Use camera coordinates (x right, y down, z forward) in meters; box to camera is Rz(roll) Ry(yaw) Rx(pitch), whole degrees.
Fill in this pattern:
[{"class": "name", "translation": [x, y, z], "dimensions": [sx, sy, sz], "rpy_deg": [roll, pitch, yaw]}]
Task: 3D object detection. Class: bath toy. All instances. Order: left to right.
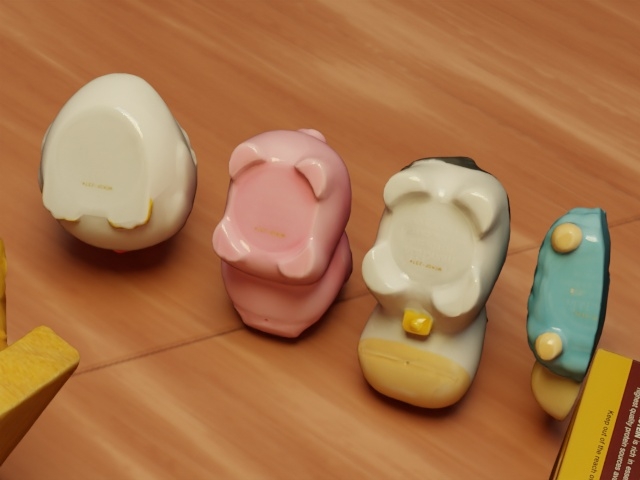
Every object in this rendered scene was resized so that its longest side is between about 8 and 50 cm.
[{"class": "bath toy", "translation": [0.000, 0.000, 0.949], "dimensions": [0.348, 0.151, 0.129], "rpy_deg": [18, 11, 12]}]

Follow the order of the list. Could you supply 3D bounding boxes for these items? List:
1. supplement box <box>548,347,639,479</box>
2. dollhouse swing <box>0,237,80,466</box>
[{"class": "supplement box", "translation": [0.199, 0.192, 0.801], "dimensions": [0.194, 0.129, 0.191], "rpy_deg": [18, 49, 9]}, {"class": "dollhouse swing", "translation": [-0.359, 0.058, 0.663], "dimensions": [0.347, 0.305, 0.315], "rpy_deg": [40, 98, 8]}]
